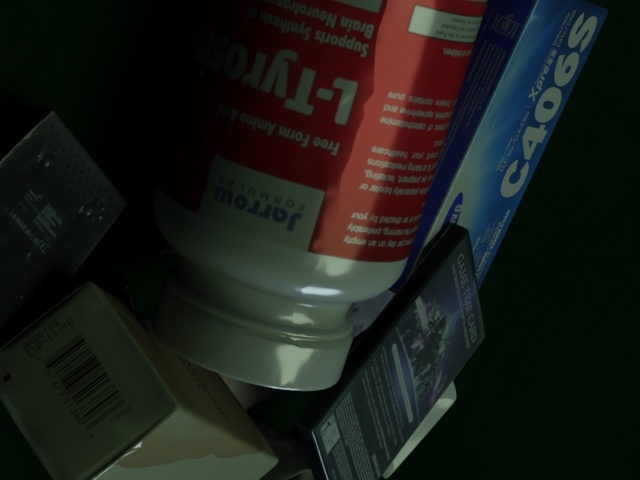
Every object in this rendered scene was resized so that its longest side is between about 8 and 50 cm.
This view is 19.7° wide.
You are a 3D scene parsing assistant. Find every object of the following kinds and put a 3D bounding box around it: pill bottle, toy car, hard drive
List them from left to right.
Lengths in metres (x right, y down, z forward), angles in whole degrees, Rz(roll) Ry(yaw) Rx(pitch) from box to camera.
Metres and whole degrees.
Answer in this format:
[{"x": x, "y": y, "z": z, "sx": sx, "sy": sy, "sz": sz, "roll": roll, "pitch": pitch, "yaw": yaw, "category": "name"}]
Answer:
[{"x": -0.280, "y": 0.019, "z": 1.487, "sx": 0.254, "sy": 0.054, "sz": 0.172, "roll": -51, "pitch": 149, "yaw": -11, "category": "hard drive"}, {"x": -0.161, "y": 0.045, "z": 1.687, "sx": 0.122, "sy": 0.060, "sz": 0.040, "roll": -29, "pitch": 171, "yaw": -30, "category": "toy car"}, {"x": -0.010, "y": -0.092, "z": 1.564, "sx": 0.229, "sy": 0.229, "sz": 0.407, "roll": -2, "pitch": 111, "yaw": -55, "category": "pill bottle"}]

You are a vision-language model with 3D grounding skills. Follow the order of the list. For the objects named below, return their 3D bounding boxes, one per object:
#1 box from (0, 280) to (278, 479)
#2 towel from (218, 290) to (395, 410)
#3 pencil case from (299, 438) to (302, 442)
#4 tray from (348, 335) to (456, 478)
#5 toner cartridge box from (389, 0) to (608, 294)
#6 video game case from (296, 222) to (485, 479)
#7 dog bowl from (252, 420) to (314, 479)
[{"x": -0.159, "y": 0.157, "z": 1.627, "sx": 0.121, "sy": 0.148, "sz": 0.311, "roll": -38, "pitch": 161, "yaw": 2, "category": "box"}, {"x": 0.000, "y": 0.000, "z": 1.879, "sx": 0.332, "sy": 0.053, "sz": 0.317, "roll": -31, "pitch": 140, "yaw": -38, "category": "towel"}, {"x": -0.005, "y": 0.280, "z": 2.108, "sx": 0.064, "sy": 0.070, "sz": 0.151, "roll": -14, "pitch": 128, "yaw": -49, "category": "pencil case"}, {"x": 0.088, "y": 0.167, "z": 2.181, "sx": 0.145, "sy": 0.030, "sz": 0.270, "roll": -48, "pitch": 148, "yaw": -18, "category": "tray"}, {"x": 0.167, "y": -0.108, "z": 1.909, "sx": 0.165, "sy": 0.075, "sz": 0.347, "roll": 6, "pitch": 111, "yaw": -57, "category": "toner cartridge box"}, {"x": 0.078, "y": 0.138, "z": 1.870, "sx": 0.274, "sy": 0.026, "sz": 0.196, "roll": -51, "pitch": 150, "yaw": -25, "category": "video game case"}, {"x": -0.123, "y": 0.333, "z": 1.906, "sx": 0.349, "sy": 0.102, "sz": 0.348, "roll": -39, "pitch": 155, "yaw": -22, "category": "dog bowl"}]
